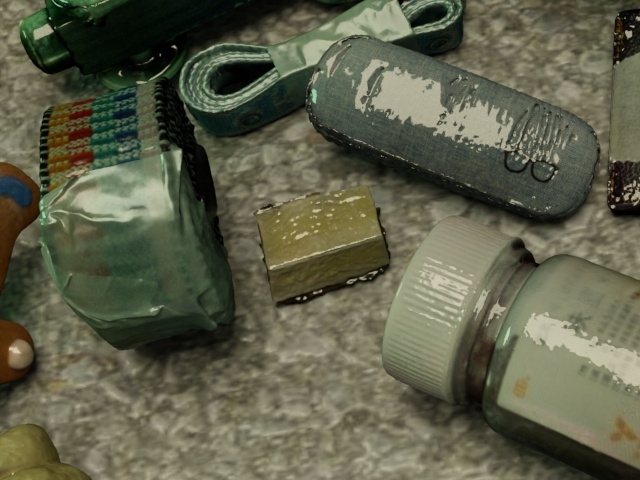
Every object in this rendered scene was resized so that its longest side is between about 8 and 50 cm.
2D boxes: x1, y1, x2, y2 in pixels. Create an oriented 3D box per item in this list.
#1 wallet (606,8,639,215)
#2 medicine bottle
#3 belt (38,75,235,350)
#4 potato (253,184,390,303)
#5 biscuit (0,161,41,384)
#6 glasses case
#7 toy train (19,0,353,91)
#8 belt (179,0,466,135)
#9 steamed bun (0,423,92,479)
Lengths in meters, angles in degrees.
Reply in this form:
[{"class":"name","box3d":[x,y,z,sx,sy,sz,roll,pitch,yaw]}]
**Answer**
[{"class":"wallet","box3d":[0.401,-0.120,1.261,0.262,0.071,0.221,1,68,15]},{"class":"medicine bottle","box3d":[0.202,0.095,1.122,0.273,0.165,0.165,24,70,20]},{"class":"belt","box3d":[-0.165,-0.023,1.234,0.150,0.207,0.257,-17,44,3]},{"class":"potato","box3d":[0.002,-0.001,1.273,0.122,0.061,0.086,-17,58,1]},{"class":"biscuit","box3d":[-0.339,0.075,1.221,0.049,0.205,0.324,4,80,46]},{"class":"glasses case","box3d":[0.122,-0.105,1.281,0.282,0.067,0.109,23,83,8]},{"class":"toy train","box3d":[-0.121,-0.334,1.415,0.442,0.179,0.272,-25,55,-1]},{"class":"belt","box3d":[0.005,-0.192,1.364,0.302,0.072,0.087,-22,67,-2]},{"class":"steamed bun","box3d":[-0.271,0.236,1.160,0.172,0.141,0.155,36,70,29]}]
